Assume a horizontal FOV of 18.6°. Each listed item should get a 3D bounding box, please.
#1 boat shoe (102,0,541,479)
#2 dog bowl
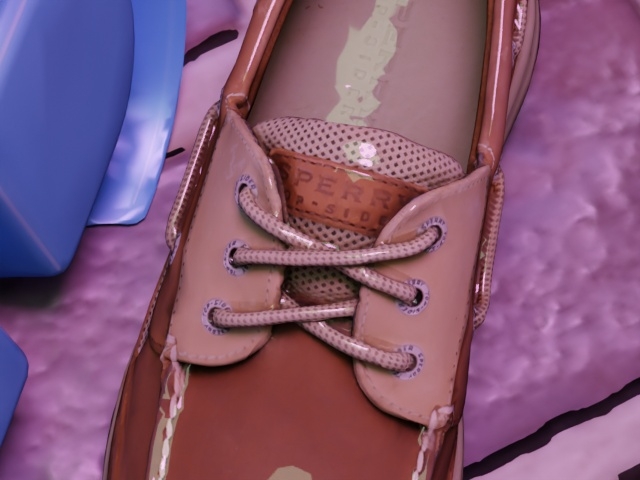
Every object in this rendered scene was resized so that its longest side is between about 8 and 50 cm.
[{"bbox_3d":[0.000,0.000,0.635,0.122,0.120,0.324,10,68,4],"label":"boat shoe"},{"bbox_3d":[-0.129,0.000,0.619,0.074,0.166,0.297,12,68,18],"label":"dog bowl"}]
